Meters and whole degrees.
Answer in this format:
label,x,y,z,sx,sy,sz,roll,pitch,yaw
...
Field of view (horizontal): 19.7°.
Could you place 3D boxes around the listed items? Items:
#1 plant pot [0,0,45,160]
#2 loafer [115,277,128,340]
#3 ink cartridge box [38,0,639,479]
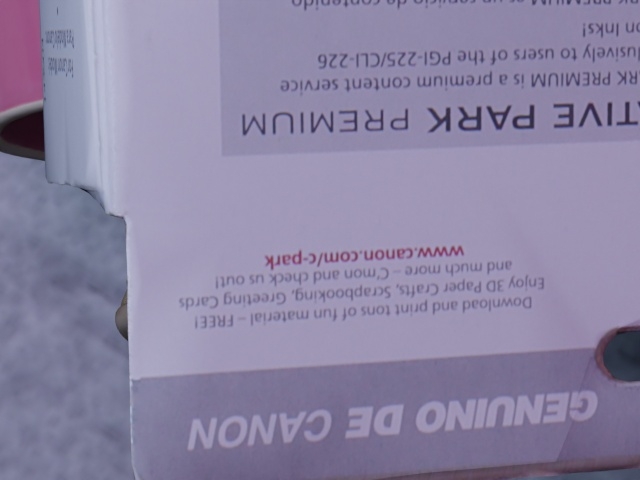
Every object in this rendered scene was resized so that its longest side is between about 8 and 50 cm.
label,x,y,z,sx,sy,sz,roll,pitch,yaw
plant pot,-0.057,-0.125,0.623,0.201,0.201,0.180,-5,83,12
loafer,0.000,0.000,0.624,0.148,0.056,0.050,-16,64,-4
ink cartridge box,0.081,-0.083,0.505,0.309,0.130,0.272,-2,97,-14
